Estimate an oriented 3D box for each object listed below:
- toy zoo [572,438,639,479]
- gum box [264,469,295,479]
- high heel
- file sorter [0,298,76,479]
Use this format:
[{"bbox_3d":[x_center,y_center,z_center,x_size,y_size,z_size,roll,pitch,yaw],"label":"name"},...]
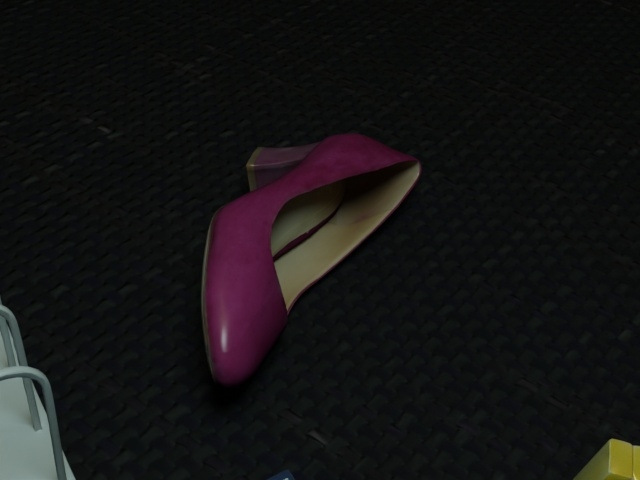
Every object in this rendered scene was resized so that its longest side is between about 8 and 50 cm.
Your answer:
[{"bbox_3d":[0.265,0.225,0.613,0.293,0.192,0.030,14,42,7],"label":"toy zoo"},{"bbox_3d":[-0.044,0.267,0.639,0.157,0.041,0.184,-20,48,-27],"label":"gum box"},{"bbox_3d":[0.000,0.000,0.878,0.182,0.127,0.377,0,37,8],"label":"high heel"},{"bbox_3d":[-0.330,0.089,0.708,0.193,0.173,0.277,-18,47,-25],"label":"file sorter"}]
